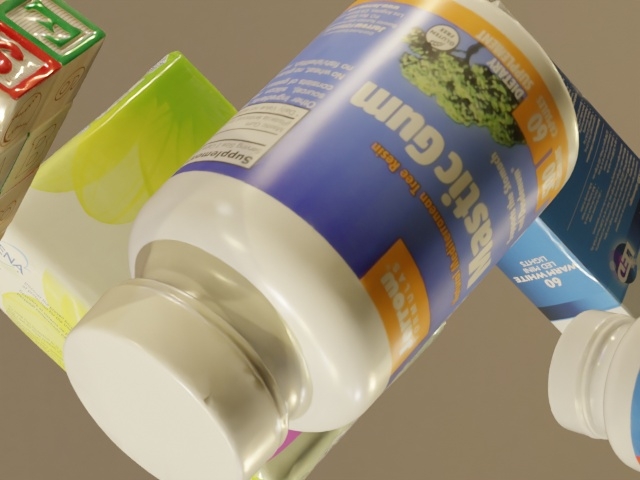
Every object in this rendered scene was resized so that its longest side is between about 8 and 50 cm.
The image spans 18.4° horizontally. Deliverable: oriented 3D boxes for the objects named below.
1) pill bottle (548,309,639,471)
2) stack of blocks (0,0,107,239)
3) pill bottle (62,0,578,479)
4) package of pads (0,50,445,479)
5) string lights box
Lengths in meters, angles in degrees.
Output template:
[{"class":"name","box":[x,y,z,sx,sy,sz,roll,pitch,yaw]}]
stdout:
[{"class":"pill bottle","box":[0.275,0.113,1.371,0.124,0.221,0.124,-15,-70,-47]},{"class":"stack of blocks","box":[-0.246,-0.024,0.952,0.171,0.297,0.087,35,-146,5]},{"class":"pill bottle","box":[0.000,0.000,1.003,0.272,0.152,0.152,-47,-63,-31]},{"class":"package of pads","box":[-0.087,0.038,1.445,0.296,0.101,0.229,44,-125,2]},{"class":"string lights box","box":[0.172,-0.046,1.533,0.259,0.076,0.133,45,-130,-27]}]
